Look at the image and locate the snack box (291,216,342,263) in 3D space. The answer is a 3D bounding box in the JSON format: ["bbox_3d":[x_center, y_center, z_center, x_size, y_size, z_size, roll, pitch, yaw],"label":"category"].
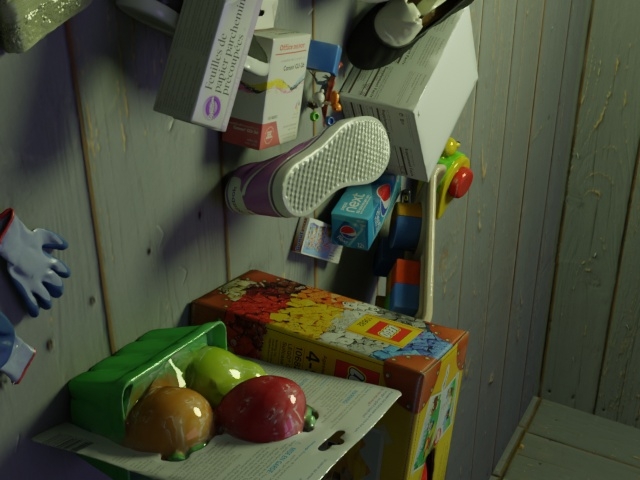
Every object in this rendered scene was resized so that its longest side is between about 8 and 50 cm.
[{"bbox_3d":[0.000,0.000,1.927,0.178,0.022,0.064,18,87,-67],"label":"snack box"}]

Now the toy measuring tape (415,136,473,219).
[{"bbox_3d":[0.258,-0.095,2.355,0.121,0.121,0.330,-52,157,-42],"label":"toy measuring tape"}]

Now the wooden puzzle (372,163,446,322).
[{"bbox_3d":[0.152,0.064,2.087,0.322,0.081,0.347,110,-9,-65],"label":"wooden puzzle"}]

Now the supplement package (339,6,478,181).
[{"bbox_3d":[0.165,-0.277,1.970,0.261,0.145,0.204,-62,154,-26],"label":"supplement package"}]

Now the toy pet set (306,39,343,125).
[{"bbox_3d":[0.002,-0.240,1.667,0.122,0.065,0.114,11,92,-40],"label":"toy pet set"}]

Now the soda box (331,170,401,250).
[{"bbox_3d":[0.085,-0.069,1.981,0.210,0.071,0.067,-58,153,-51],"label":"soda box"}]

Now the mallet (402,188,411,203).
[{"bbox_3d":[0.197,-0.019,2.314,0.039,0.062,0.189,-47,145,-50],"label":"mallet"}]

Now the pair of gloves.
[{"bbox_3d":[-0.341,0.068,1.194,0.198,0.023,0.159,-66,154,-21],"label":"pair of gloves"}]

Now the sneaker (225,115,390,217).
[{"bbox_3d":[-0.027,-0.112,1.619,0.282,0.161,0.102,-28,108,-45],"label":"sneaker"}]

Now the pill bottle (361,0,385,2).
[{"bbox_3d":[0.132,-0.480,1.740,0.278,0.162,0.162,-38,138,-54],"label":"pill bottle"}]

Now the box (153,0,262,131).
[{"bbox_3d":[-0.104,-0.288,1.231,0.063,0.067,0.323,10,97,-54],"label":"box"}]

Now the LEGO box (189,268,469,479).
[{"bbox_3d":[-0.013,0.339,1.667,0.193,0.373,0.500,-29,130,-59],"label":"LEGO box"}]

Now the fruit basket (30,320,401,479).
[{"bbox_3d":[-0.122,0.231,1.374,0.327,0.353,0.165,-34,134,-58],"label":"fruit basket"}]

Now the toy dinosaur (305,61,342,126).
[{"bbox_3d":[0.015,-0.243,1.745,0.082,0.090,0.047,-38,174,36],"label":"toy dinosaur"}]

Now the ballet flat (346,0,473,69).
[{"bbox_3d":[0.160,-0.391,1.845,0.280,0.095,0.096,-39,179,-16],"label":"ballet flat"}]

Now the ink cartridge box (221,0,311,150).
[{"bbox_3d":[-0.074,-0.236,1.547,0.115,0.067,0.198,-28,129,-60],"label":"ink cartridge box"}]

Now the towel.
[{"bbox_3d":[-0.279,-0.264,1.112,0.148,0.027,0.110,-51,147,-43],"label":"towel"}]

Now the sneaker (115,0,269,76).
[{"bbox_3d":[-0.124,-0.300,1.341,0.296,0.105,0.146,21,90,-63],"label":"sneaker"}]
